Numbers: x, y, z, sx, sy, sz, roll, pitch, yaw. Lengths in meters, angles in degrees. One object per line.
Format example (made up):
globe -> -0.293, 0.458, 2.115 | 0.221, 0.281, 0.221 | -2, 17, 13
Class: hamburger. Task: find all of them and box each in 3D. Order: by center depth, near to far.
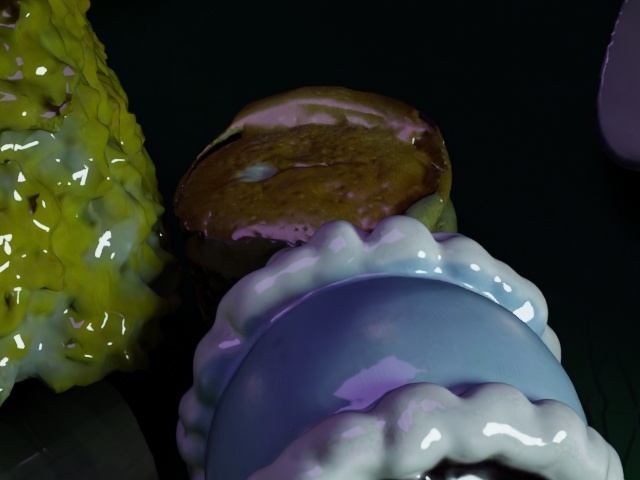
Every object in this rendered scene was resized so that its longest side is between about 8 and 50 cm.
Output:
hamburger -> 0.000, 0.000, 0.939 | 0.177, 0.113, 0.185 | -28, 45, -29

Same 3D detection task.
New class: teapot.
teapot -> -0.192, 0.139, 0.827 | 0.200, 0.077, 0.107 | -30, 35, -23

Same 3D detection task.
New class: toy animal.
toy animal -> 0.030, 0.084, 0.765 | 0.208, 0.156, 0.204 | -12, 39, -4

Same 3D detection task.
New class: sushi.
sushi -> -0.268, -0.018, 0.873 | 0.351, 0.240, 0.396 | -20, 18, -3

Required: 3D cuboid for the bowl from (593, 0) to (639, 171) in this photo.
bowl -> 0.267, -0.117, 0.957 | 0.112, 0.211, 0.211 | 24, 32, -17
